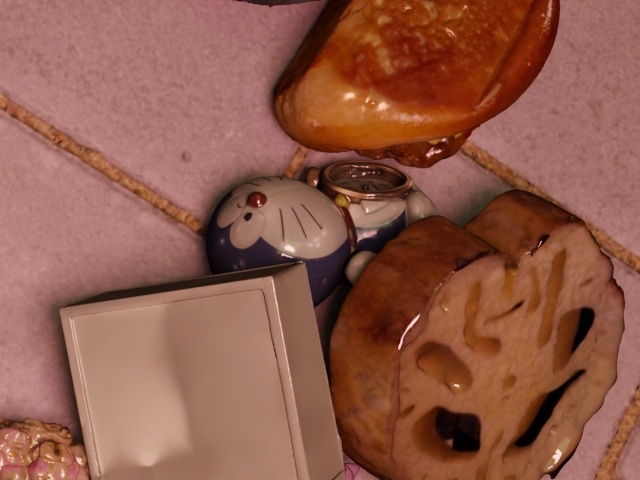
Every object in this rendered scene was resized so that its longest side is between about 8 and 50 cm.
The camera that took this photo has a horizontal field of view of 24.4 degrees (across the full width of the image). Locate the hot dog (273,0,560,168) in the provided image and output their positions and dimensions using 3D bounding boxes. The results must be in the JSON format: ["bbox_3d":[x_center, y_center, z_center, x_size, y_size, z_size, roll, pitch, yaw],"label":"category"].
[{"bbox_3d":[0.133,-0.241,1.625,0.223,0.185,0.405,33,74,-10],"label":"hot dog"}]

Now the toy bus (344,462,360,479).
[{"bbox_3d":[-0.019,0.318,1.549,0.108,0.096,0.198,5,82,-17],"label":"toy bus"}]

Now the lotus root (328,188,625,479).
[{"bbox_3d":[0.172,0.137,1.564,0.390,0.111,0.374,-5,108,-43],"label":"lotus root"}]

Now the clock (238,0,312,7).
[{"bbox_3d":[-0.034,-0.398,1.566,0.319,0.066,0.318,-4,66,10],"label":"clock"}]

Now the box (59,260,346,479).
[{"bbox_3d":[-0.110,0.150,1.451,0.225,0.117,0.225,-9,94,19],"label":"box"}]

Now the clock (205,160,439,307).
[{"bbox_3d":[0.000,0.000,1.565,0.243,0.199,0.146,-9,122,-23],"label":"clock"}]

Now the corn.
[{"bbox_3d":[-0.316,0.337,1.437,0.127,0.126,0.335,18,81,-16],"label":"corn"}]
